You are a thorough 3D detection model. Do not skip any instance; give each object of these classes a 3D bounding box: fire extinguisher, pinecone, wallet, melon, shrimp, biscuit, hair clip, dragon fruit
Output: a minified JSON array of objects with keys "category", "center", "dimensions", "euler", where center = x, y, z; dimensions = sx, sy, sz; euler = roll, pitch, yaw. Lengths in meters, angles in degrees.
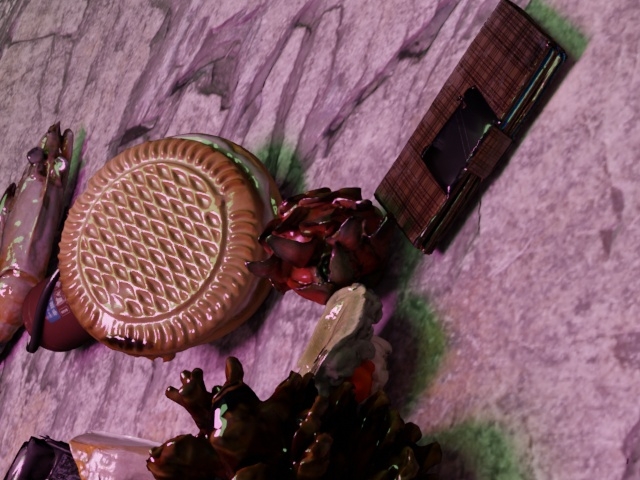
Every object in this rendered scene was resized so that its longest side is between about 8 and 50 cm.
[{"category":"fire extinguisher","center":[-0.267,0.050,2.026],"dimensions":[0.341,0.105,0.141],"euler":[-27,33,46]},{"category":"pinecone","center":[-0.028,0.223,1.392],"dimensions":[0.243,0.257,0.243],"euler":[21,-90,-81]},{"category":"wallet","center":[0.135,-0.107,1.568],"dimensions":[0.230,0.042,0.124],"euler":[-55,29,14]},{"category":"melon","center":[-0.192,0.263,1.767],"dimensions":[0.139,0.093,0.202],"euler":[-28,62,16]},{"category":"shrimp","center":[-0.424,0.003,2.334],"dimensions":[0.247,0.085,0.360],"euler":[14,84,66]},{"category":"biscuit","center":[-0.160,0.004,1.807],"dimensions":[0.259,0.079,0.259],"euler":[-6,75,21]},{"category":"hair clip","center":[-0.034,0.184,1.573],"dimensions":[0.321,0.091,0.138],"euler":[-49,11,27]},{"category":"dragon fruit","center":[0.006,0.003,1.609],"dimensions":[0.142,0.121,0.130],"euler":[-58,-7,-71]}]

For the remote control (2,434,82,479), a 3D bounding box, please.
[{"category":"remote control","center":[-0.363,0.399,1.886],"dimensions":[0.399,0.144,0.062],"euler":[-60,23,7]}]
